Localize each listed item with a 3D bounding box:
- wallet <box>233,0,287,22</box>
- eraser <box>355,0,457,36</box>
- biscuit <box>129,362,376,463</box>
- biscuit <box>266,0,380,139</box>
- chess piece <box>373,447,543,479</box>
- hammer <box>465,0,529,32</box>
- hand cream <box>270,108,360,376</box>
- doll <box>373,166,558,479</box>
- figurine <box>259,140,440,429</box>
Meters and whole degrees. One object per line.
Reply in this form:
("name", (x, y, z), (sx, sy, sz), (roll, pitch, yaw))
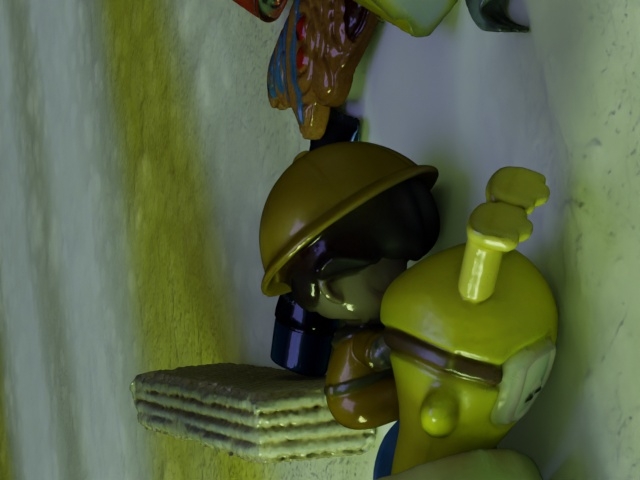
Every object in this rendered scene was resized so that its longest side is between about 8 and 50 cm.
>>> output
("wallet", (-0.068, -0.324, 1.926), (0.204, 0.045, 0.142), (-135, 58, -66))
("eraser", (0.014, -0.274, 1.590), (0.069, 0.158, 0.226), (-48, 36, 0))
("biscuit", (-0.086, 0.182, 1.910), (0.426, 0.144, 0.078), (176, 91, -68))
("biscuit", (0.002, -0.205, 1.790), (0.280, 0.043, 0.183), (137, 130, -62))
("chess piece", (0.138, 0.400, 1.310), (0.234, 0.234, 0.442), (117, 140, -49))
("hammer", (0.174, -0.258, 1.393), (0.246, 0.029, 0.103), (122, 141, -51))
("hand cream", (0.000, 0.000, 1.815), (0.120, 0.061, 0.270), (-147, 66, -68))
("doll", (0.106, 0.116, 1.417), (0.199, 0.145, 0.363), (-52, -23, -52))
("figurine", (0.032, 0.039, 1.572), (0.192, 0.167, 0.256), (31, -127, -85))
